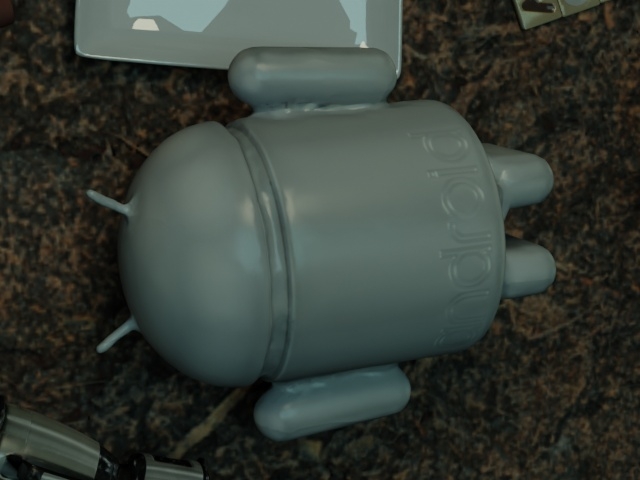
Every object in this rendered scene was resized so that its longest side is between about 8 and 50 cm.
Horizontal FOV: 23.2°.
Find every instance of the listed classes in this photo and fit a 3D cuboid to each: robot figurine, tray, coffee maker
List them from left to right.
[{"bbox_3d":[-0.192,0.220,1.171,0.178,0.120,0.171,22,106,-16],"label":"coffee maker"},{"bbox_3d":[-0.063,-0.207,1.251,0.270,0.030,0.145,2,90,-19],"label":"tray"},{"bbox_3d":[0.000,0.000,1.181,0.353,0.200,0.300,-8,99,-19],"label":"robot figurine"}]

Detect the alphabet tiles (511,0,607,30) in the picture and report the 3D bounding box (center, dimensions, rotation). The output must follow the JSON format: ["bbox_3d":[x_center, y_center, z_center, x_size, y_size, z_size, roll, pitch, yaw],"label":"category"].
[{"bbox_3d":[0.188,-0.311,1.350,0.198,0.009,0.237,-21,96,-18],"label":"alphabet tiles"}]

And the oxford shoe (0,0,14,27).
[{"bbox_3d":[-0.344,-0.295,1.111,0.130,0.123,0.348,-26,97,-12],"label":"oxford shoe"}]
